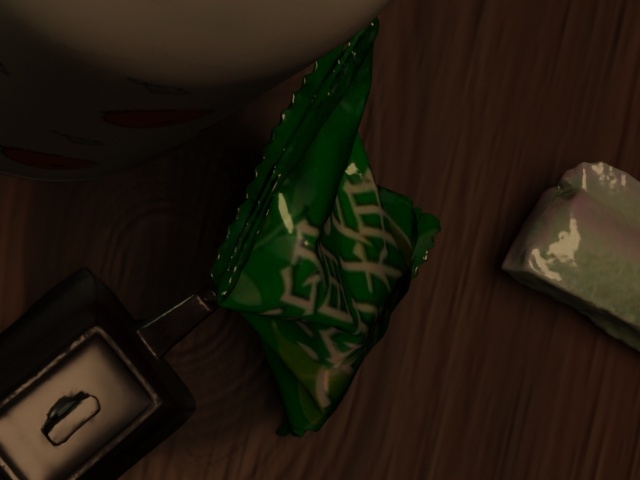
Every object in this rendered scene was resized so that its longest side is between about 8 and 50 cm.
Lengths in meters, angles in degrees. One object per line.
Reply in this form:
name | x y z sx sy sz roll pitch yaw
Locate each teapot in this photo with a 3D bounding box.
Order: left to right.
teapot | -0.117 0.079 0.809 0.177 0.096 0.087 -39 98 -16

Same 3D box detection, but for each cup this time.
cup | -0.076 -0.144 0.724 0.212 0.317 0.212 1 85 -19

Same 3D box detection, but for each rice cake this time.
rice cake | 0.229 0.044 0.947 0.290 0.051 0.081 24 88 -16

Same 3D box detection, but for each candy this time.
candy | -0.004 0.001 0.819 0.078 0.203 0.141 7 64 13
